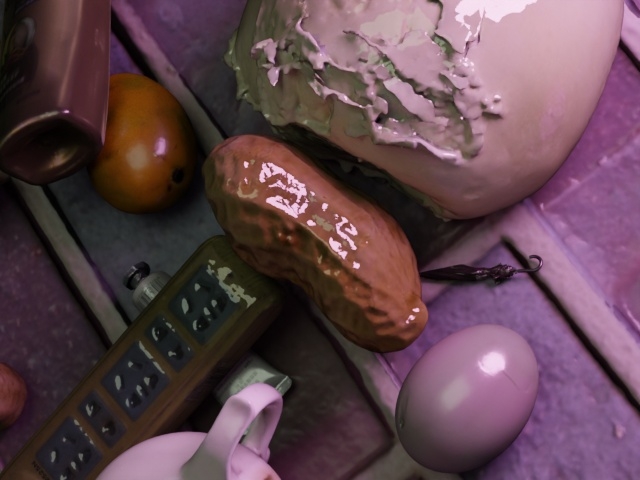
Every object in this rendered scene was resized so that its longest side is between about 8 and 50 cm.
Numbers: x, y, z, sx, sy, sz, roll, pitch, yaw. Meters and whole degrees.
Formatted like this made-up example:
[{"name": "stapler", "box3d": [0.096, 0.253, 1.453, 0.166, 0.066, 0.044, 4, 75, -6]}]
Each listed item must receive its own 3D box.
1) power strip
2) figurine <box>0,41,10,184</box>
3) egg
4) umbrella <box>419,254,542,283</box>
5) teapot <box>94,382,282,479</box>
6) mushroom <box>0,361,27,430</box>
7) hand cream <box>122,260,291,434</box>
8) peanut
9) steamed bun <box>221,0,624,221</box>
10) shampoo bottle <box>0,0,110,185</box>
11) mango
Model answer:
[{"name": "power strip", "box3d": [-0.183, 0.160, 1.465, 0.092, 0.066, 0.387, 46, 103, 21]}, {"name": "figurine", "box3d": [-0.384, -0.104, 1.598, 0.247, 0.177, 0.173, -48, 43, -5]}, {"name": "egg", "box3d": [0.121, 0.129, 1.343, 0.135, 0.103, 0.103, -48, 62, 1]}, {"name": "umbrella", "box3d": [0.134, 0.028, 1.421, 0.122, 0.013, 0.022, -8, 59, 22]}, {"name": "teapot", "box3d": [-0.112, 0.253, 1.377, 0.204, 0.139, 0.298, 24, 87, 21]}, {"name": "mushroom", "box3d": [-0.414, 0.207, 1.527, 0.286, 0.151, 0.156, -46, 60, 4]}, {"name": "hand cream", "box3d": [-0.109, 0.091, 1.496, 0.067, 0.042, 0.194, -46, 67, 0]}, {"name": "peanut", "box3d": [0.000, 0.000, 1.376, 0.233, 0.197, 0.110, 36, 94, 10]}, {"name": "steamed bun", "box3d": [0.083, -0.200, 1.394, 0.334, 0.233, 0.312, 19, 83, 26]}, {"name": "shampoo bottle", "box3d": [-0.258, -0.218, 1.591, 0.125, 0.084, 0.350, -29, 47, 30]}, {"name": "mango", "box3d": [-0.175, -0.098, 1.555, 0.111, 0.089, 0.163, -25, 58, 19]}]
